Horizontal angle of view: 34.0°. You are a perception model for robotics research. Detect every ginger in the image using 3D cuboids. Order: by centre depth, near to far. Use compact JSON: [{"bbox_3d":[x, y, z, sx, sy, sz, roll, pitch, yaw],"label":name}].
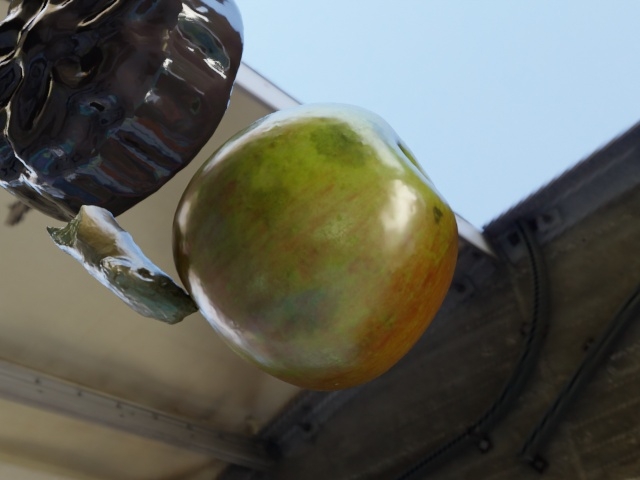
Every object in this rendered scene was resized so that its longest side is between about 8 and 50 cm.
[{"bbox_3d":[-0.142,0.014,0.729,0.044,0.057,0.137,-36,-129,-25],"label":"ginger"}]

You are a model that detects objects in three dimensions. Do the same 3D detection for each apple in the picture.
[{"bbox_3d":[0.000,0.000,0.713,0.196,0.196,0.196,-18,-121,33],"label":"apple"}]

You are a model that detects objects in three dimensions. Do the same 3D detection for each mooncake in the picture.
[{"bbox_3d":[-0.209,-0.158,0.977,0.283,0.141,0.283,-21,-125,33],"label":"mooncake"}]
